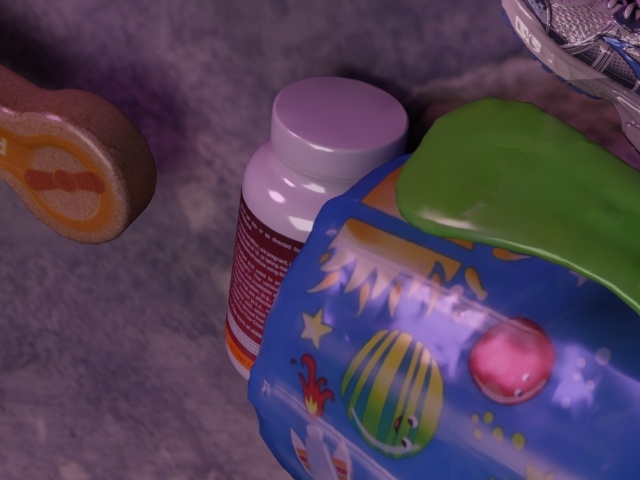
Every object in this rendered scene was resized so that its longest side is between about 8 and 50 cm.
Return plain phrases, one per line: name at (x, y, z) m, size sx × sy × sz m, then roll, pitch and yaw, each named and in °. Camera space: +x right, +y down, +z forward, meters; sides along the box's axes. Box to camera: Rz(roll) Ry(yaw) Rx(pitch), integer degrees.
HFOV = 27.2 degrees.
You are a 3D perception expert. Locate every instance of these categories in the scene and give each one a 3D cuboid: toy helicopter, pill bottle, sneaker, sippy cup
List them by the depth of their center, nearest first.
sneaker at (0.131, -0.084, 0.547) m, size 0.135 × 0.052 × 0.058 m, roll 41°, pitch 124°, yaw -5°
sippy cup at (0.101, 0.072, 0.557) m, size 0.224 × 0.240 × 0.305 m, roll 28°, pitch 122°, yaw 31°
pill bottle at (0.000, 0.000, 0.658) m, size 0.086 × 0.086 × 0.152 m, roll 24°, pitch 130°, yaw 19°
toy helicopter at (-0.249, -0.091, 0.740) m, size 0.355 × 0.140 × 0.235 m, roll 30°, pitch 133°, yaw 12°
